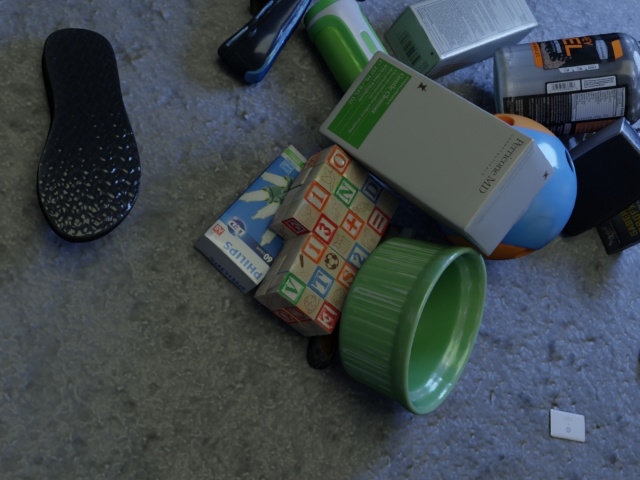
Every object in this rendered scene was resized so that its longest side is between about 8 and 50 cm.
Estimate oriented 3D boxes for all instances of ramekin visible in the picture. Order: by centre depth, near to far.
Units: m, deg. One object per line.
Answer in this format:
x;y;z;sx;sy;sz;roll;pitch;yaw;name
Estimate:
0.161;0.139;1.463;0.148;0.303;0.303;17;55;30;ramekin

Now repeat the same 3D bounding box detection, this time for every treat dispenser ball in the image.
0.355;-0.105;1.637;0.288;0.288;0.288;8;68;-21;treat dispenser ball

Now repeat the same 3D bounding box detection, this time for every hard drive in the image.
0.587;-0.125;1.767;0.172;0.254;0.054;50;39;0;hard drive

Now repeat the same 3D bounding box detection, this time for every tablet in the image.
0.501;0.375;1.683;0.083;0.006;0.054;14;66;-18;tablet

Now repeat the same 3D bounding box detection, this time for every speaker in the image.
0.085;-0.358;1.708;0.131;0.131;0.297;-28;84;-29;speaker

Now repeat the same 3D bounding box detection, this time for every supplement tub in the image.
0.548;-0.331;1.781;0.337;0.207;0.207;-5;70;8;supplement tub

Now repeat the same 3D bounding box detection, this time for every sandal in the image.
-0.408;-0.177;1.455;0.167;0.107;0.446;3;57;-21;sandal

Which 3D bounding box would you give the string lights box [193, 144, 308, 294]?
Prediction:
-0.097;-0.041;1.539;0.133;0.076;0.260;44;60;-6;string lights box

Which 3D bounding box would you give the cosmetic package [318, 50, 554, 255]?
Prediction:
0.202;-0.159;1.480;0.365;0.155;0.197;37;92;34;cosmetic package

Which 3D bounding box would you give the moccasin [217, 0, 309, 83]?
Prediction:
-0.091;-0.477;1.674;0.116;0.138;0.342;31;61;-5;moccasin

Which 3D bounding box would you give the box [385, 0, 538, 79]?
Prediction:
0.318;-0.472;1.856;0.311;0.121;0.148;-23;81;-29;box

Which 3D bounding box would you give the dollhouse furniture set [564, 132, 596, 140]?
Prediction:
0.640;-0.316;1.985;0.181;0.101;0.161;1;113;-53;dollhouse furniture set

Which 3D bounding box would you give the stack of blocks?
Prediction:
0.000;0.000;1.482;0.171;0.087;0.297;39;63;-21;stack of blocks

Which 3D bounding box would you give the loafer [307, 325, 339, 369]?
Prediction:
0.015;0.149;1.525;0.062;0.061;0.170;10;67;-19;loafer

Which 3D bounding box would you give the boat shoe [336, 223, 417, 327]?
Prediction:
0.090;0.064;1.566;0.092;0.103;0.285;22;49;20;boat shoe

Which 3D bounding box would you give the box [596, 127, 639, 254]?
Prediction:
0.671;-0.106;1.837;0.056;0.183;0.231;-13;77;-28;box
